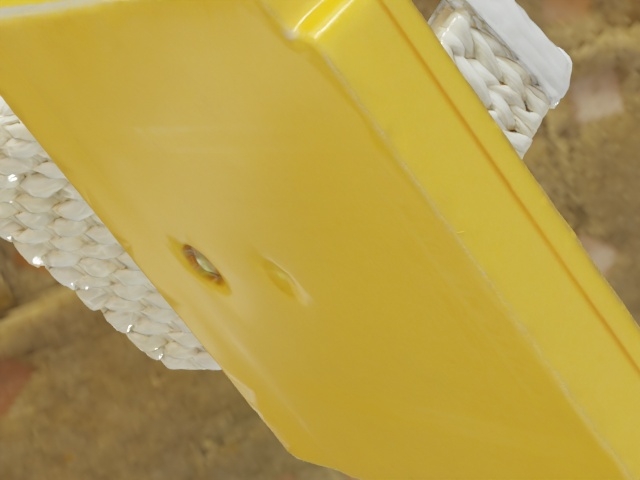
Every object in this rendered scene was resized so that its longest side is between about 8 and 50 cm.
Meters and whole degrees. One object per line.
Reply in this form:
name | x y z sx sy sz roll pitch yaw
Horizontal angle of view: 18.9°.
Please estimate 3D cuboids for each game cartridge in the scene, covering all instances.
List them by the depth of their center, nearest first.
game cartridge | 0.000 0.000 0.789 0.053 0.323 0.285 -46 -67 -20

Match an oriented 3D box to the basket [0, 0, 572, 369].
basket | -0.073 -0.097 1.351 0.328 0.331 0.266 40 -116 -29
